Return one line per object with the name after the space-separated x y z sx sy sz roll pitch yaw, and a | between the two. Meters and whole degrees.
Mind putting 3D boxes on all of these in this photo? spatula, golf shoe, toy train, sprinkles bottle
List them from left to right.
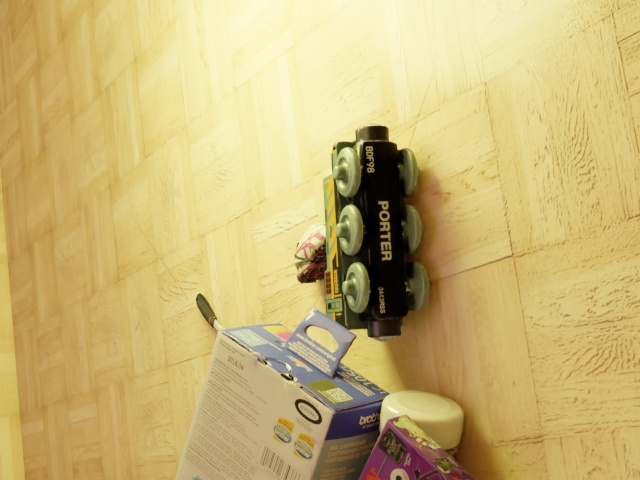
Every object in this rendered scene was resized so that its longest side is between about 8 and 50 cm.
-0.200 0.179 2.291 0.296 0.030 0.084 41 124 52 | spatula
0.000 0.000 1.913 0.186 0.067 0.086 -47 51 50 | golf shoe
0.071 -0.009 1.739 0.190 0.142 0.334 162 105 -68 | toy train
0.131 0.407 1.656 0.121 0.121 0.355 25 113 56 | sprinkles bottle

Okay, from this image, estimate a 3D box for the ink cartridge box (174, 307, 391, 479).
-0.059 0.306 1.735 0.270 0.151 0.395 30 112 37 | ink cartridge box

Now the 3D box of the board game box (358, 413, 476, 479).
0.111 0.442 1.564 0.208 0.056 0.347 43 123 37 | board game box
